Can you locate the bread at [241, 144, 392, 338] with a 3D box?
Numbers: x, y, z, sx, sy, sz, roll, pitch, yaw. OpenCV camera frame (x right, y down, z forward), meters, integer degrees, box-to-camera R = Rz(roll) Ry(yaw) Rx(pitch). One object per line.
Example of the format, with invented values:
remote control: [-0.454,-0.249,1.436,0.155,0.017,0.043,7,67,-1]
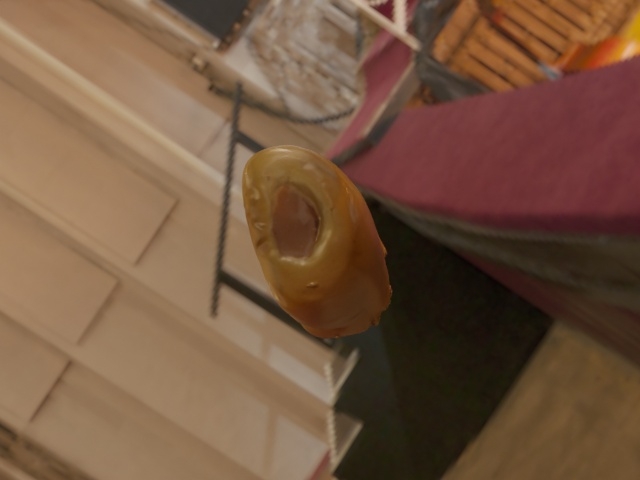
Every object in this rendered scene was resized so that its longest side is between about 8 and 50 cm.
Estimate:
bread: [0.002,0.000,0.985,0.085,0.134,0.173,-17,-14,6]
